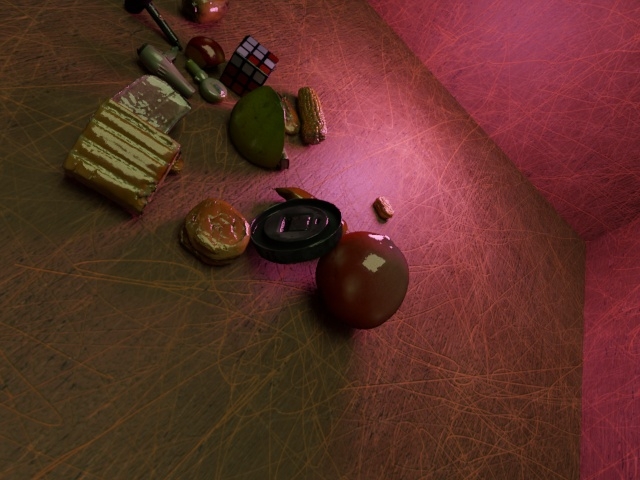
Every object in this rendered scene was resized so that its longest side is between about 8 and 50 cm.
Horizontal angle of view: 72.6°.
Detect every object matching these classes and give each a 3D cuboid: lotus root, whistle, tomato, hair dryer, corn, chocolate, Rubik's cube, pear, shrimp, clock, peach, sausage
[{"bbox_3d":[-0.465,-1.004,1.843,0.154,0.154,0.278,46,39,-4],"label":"lotus root"},{"bbox_3d":[-0.437,-0.610,1.660,0.198,0.057,0.104,50,43,-2],"label":"whistle"},{"bbox_3d":[0.144,0.122,1.455,0.321,0.321,0.322,20,51,-27],"label":"tomato"},{"bbox_3d":[-0.621,-0.828,1.650,0.256,0.128,0.070,56,46,-27],"label":"hair dryer"},{"bbox_3d":[-0.037,-0.545,1.904,0.115,0.115,0.318,11,57,-33],"label":"corn"},{"bbox_3d":[-0.564,-0.382,1.373,0.185,0.100,0.303,43,53,-17],"label":"chocolate"},{"bbox_3d":[-0.288,-0.690,1.759,0.163,0.160,0.162,34,47,-15],"label":"Rubik's cube"},{"bbox_3d":[-0.531,-0.620,1.598,0.219,0.088,0.225,53,28,-7],"label":"hair dryer"},{"bbox_3d":[-0.228,-0.433,1.581,0.139,0.239,0.288,-11,69,-43],"label":"pear"},{"bbox_3d":[-0.154,-0.544,1.851,0.115,0.051,0.217,-6,69,-39],"label":"shrimp"},{"bbox_3d":[-0.078,-0.038,1.428,0.313,0.312,0.062,-54,144,-45],"label":"clock"},{"bbox_3d":[-0.448,-0.736,1.706,0.151,0.151,0.119,-36,132,-46],"label":"peach"},{"bbox_3d":[-0.038,-0.113,1.618,0.328,0.112,0.112,36,46,-15],"label":"sausage"}]

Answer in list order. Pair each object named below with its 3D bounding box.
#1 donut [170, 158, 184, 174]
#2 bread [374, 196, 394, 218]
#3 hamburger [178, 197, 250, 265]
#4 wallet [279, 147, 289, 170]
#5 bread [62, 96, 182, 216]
[{"bbox_3d":[-0.494,-0.244,1.382,0.108,0.043,0.097,-13,72,-42],"label":"donut"},{"bbox_3d":[0.285,-0.146,1.942,0.083,0.044,0.111,-4,63,-42],"label":"bread"},{"bbox_3d":[-0.318,-0.024,1.338,0.213,0.108,0.214,18,51,-23],"label":"hamburger"},{"bbox_3d":[-0.160,-0.355,1.679,0.039,0.110,0.155,-20,76,-9],"label":"wallet"},{"bbox_3d":[-0.548,-0.225,1.227,0.246,0.111,0.240,31,74,-23],"label":"bread"}]
